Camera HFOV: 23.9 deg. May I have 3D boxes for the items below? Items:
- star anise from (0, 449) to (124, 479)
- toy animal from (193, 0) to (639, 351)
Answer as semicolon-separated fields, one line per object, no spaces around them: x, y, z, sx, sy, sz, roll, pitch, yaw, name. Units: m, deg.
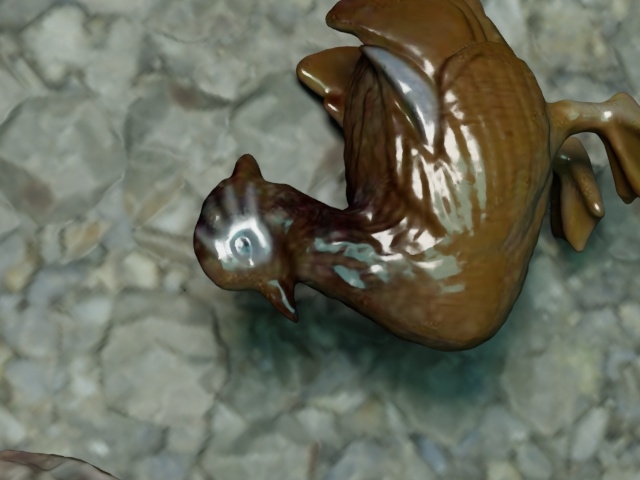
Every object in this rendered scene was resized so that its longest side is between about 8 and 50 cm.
-0.145;0.096;0.491;0.172;0.063;0.208;-40;55;-17;star anise
0.031;-0.046;0.589;0.179;0.089;0.188;-1;67;-19;toy animal
